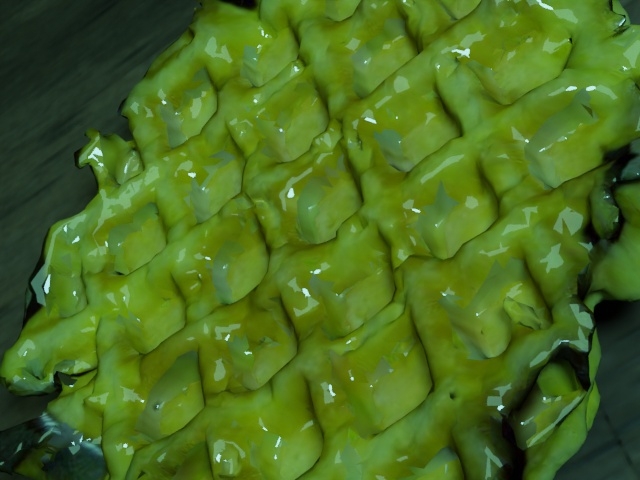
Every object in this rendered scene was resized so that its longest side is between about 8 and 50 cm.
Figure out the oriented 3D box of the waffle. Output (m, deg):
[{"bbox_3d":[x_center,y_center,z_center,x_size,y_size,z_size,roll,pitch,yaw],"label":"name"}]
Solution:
[{"bbox_3d":[0.000,0.000,0.663,0.382,0.095,0.379,16,77,39],"label":"waffle"}]
